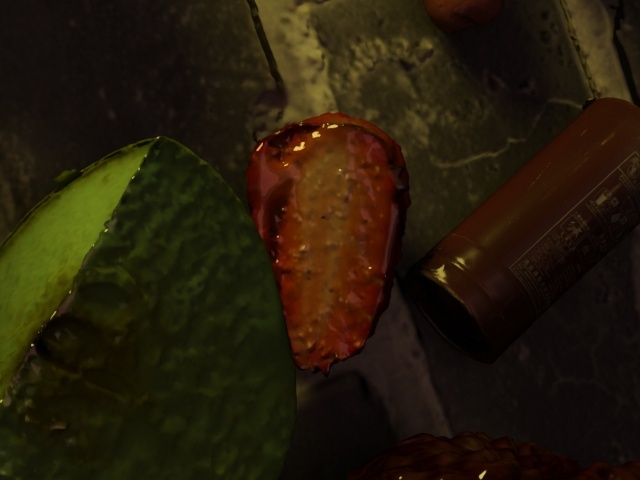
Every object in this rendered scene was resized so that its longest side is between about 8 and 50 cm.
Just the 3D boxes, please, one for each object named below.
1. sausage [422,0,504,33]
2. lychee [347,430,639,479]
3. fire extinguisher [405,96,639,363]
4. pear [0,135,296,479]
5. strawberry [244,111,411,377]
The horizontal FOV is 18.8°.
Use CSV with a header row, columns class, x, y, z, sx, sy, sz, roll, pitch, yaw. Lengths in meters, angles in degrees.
class,x,y,z,sx,sy,sz,roll,pitch,yaw
sausage,0.090,-0.231,1.447,0.062,0.062,0.154,-21,92,-19
lychee,0.107,0.272,1.292,0.306,0.306,0.330,35,98,-13
fire extinguisher,0.189,-0.026,1.451,0.269,0.105,0.105,-42,99,-17
pear,-0.132,0.103,1.314,0.239,0.139,0.288,39,70,-28
strawberry,0.000,0.000,1.397,0.121,0.082,0.188,9,92,2
